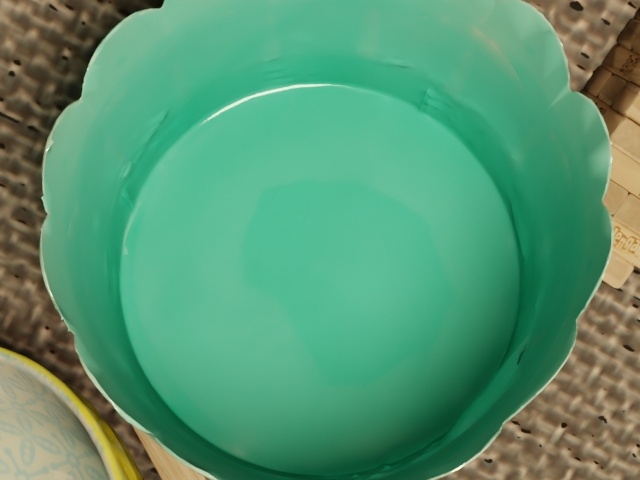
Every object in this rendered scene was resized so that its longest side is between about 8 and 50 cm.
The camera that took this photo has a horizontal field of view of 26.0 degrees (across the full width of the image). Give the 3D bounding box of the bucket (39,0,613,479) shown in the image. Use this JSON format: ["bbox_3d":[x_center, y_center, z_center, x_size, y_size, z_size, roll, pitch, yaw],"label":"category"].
[{"bbox_3d":[0.000,0.000,0.716,0.281,0.183,0.281,0,77,-2],"label":"bucket"}]

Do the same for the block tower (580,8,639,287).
[{"bbox_3d":[0.245,-0.129,0.804,0.091,0.097,0.335,31,101,-14],"label":"block tower"}]

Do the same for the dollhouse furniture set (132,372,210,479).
[{"bbox_3d":[-0.019,0.144,0.827,0.129,0.129,0.183,-26,107,1],"label":"dollhouse furniture set"}]

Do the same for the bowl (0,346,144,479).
[{"bbox_3d":[-0.194,0.215,0.795,0.289,0.289,0.156,-41,148,5],"label":"bowl"}]
